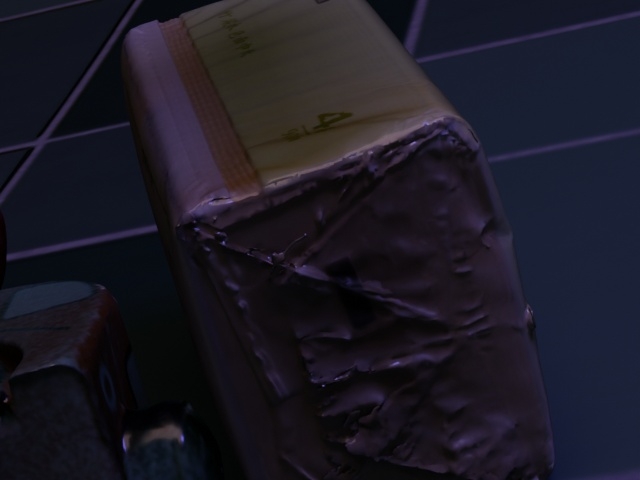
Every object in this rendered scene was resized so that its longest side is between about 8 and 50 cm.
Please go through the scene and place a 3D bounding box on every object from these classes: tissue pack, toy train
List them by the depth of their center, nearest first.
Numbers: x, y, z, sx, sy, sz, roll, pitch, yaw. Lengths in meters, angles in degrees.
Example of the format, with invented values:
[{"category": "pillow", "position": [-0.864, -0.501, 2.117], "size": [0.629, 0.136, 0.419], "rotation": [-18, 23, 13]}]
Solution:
[{"category": "toy train", "position": [-0.193, 0.111, 0.701], "size": [0.326, 0.129, 0.159], "rotation": [-16, 18, 5]}, {"category": "tissue pack", "position": [0.000, 0.000, 0.765], "size": [0.125, 0.159, 0.234], "rotation": [-19, 23, -3]}]

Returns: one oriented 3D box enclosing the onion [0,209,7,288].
[{"category": "onion", "position": [-0.219, 0.012, 0.948], "size": [0.131, 0.131, 0.131], "rotation": [-15, 24, 7]}]
